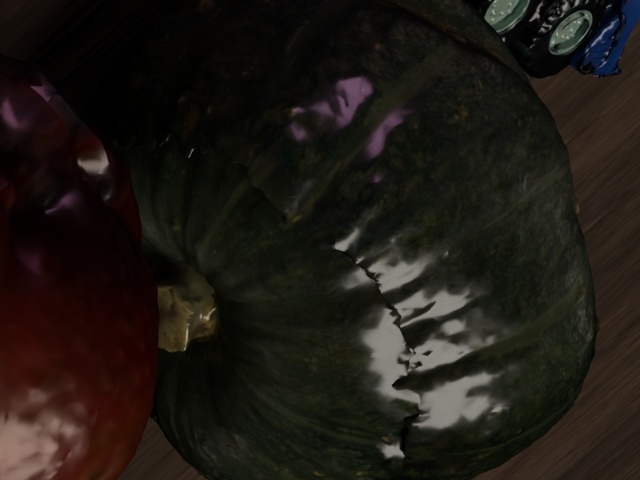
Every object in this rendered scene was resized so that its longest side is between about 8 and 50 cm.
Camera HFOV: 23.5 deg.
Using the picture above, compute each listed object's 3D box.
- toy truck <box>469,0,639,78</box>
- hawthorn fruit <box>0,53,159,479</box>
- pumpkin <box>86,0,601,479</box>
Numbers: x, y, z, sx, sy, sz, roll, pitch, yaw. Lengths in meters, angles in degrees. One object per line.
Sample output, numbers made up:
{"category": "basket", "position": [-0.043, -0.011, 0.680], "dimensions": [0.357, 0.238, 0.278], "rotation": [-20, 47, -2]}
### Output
{"category": "toy truck", "position": [0.139, -0.186, 0.999], "dimensions": [0.126, 0.113, 0.208], "rotation": [-52, 150, 17]}
{"category": "hawthorn fruit", "position": [-0.223, 0.036, 0.714], "dimensions": [0.311, 0.295, 0.295], "rotation": [-45, 152, -12]}
{"category": "pumpkin", "position": [0.000, 0.000, 0.899], "dimensions": [0.257, 0.328, 0.291], "rotation": [-32, -171, -41]}
